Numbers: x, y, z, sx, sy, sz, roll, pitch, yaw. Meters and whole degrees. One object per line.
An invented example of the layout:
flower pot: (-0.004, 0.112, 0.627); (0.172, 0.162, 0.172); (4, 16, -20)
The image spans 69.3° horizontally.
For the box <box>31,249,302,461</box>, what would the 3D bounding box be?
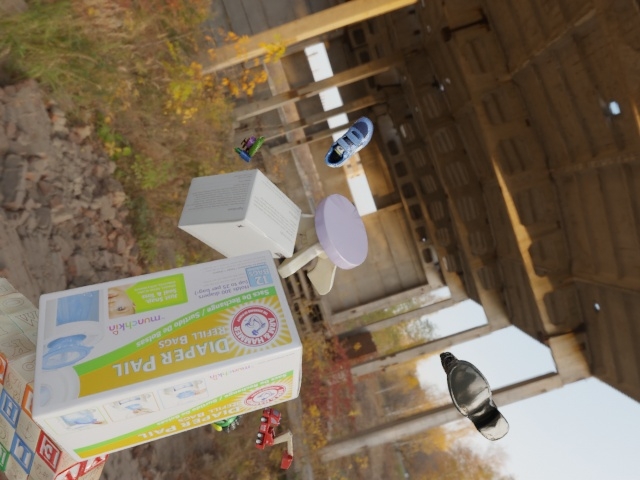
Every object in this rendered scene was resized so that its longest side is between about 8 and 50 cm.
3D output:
box: (-0.127, 0.099, 0.418); (0.103, 0.203, 0.114); (96, -24, -48)

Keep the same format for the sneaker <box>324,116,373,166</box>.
sneaker: (0.063, -0.217, 1.051); (0.053, 0.144, 0.059); (47, 29, 8)

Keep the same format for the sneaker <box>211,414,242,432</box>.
sneaker: (-0.396, 0.493, 1.577); (0.344, 0.134, 0.146); (23, -38, 41)

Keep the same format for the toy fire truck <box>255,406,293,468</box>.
toy fire truck: (-0.146, 0.663, 1.561); (0.047, 0.135, 0.192); (-70, 173, -76)

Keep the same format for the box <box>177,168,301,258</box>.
box: (-0.166, -0.048, 0.990); (0.181, 0.182, 0.119); (43, 51, -52)

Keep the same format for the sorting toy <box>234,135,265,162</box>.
sorting toy: (-0.157, -0.206, 1.006); (0.042, 0.061, 0.102); (36, -6, -12)

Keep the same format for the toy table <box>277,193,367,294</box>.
toy table: (0.000, 0.000, 1.134); (0.252, 0.161, 0.274); (63, 23, 1)

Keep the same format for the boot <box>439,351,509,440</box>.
boot: (0.347, 0.347, 1.150); (0.263, 0.091, 0.229); (58, 4, -21)

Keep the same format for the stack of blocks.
stack of blocks: (-0.423, 0.207, 0.655); (0.297, 0.171, 0.087); (34, 22, 19)
